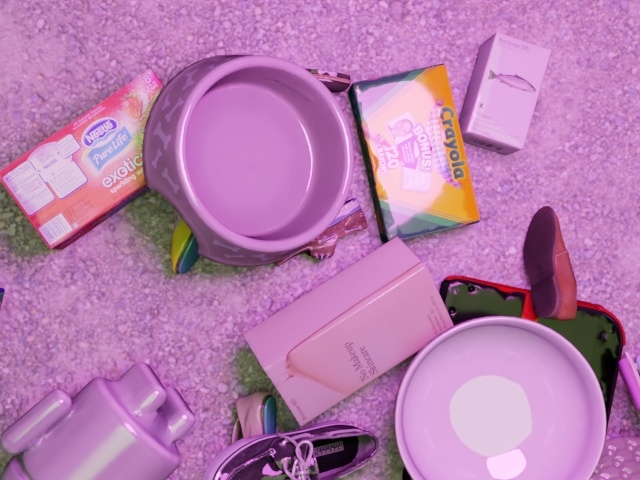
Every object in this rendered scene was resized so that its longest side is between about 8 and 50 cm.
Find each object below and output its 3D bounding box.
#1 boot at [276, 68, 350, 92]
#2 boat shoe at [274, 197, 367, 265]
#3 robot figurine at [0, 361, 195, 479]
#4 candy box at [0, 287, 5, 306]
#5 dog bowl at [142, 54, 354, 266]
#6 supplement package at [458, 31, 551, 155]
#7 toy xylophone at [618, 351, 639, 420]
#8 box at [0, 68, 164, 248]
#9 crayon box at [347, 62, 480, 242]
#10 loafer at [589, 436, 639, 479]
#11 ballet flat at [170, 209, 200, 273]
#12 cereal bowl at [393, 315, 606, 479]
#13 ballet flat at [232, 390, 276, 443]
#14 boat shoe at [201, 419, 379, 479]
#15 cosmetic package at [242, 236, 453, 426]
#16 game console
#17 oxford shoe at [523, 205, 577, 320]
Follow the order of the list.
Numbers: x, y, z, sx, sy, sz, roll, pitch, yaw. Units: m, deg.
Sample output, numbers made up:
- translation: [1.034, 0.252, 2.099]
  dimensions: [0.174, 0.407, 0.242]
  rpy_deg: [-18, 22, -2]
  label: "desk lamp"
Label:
- translation: [-0.047, -0.224, 1.791]
  dimensions: [0.198, 0.077, 0.137]
  rpy_deg: [0, 93, 7]
  label: "boot"
- translation: [0.000, 0.000, 1.788]
  dimensions: [0.183, 0.066, 0.066]
  rpy_deg: [-32, 93, -5]
  label: "boat shoe"
- translation: [-0.367, 0.362, 1.677]
  dimensions: [0.353, 0.200, 0.300]
  rpy_deg: [-44, 117, -5]
  label: "robot figurine"
- translation: [-0.653, 0.101, 1.594]
  dimensions: [0.268, 0.317, 0.122]
  rpy_deg: [11, 88, -6]
  label: "candy box"
- translation: [-0.101, -0.132, 1.653]
  dimensions: [0.349, 0.102, 0.349]
  rpy_deg: [2, 86, -29]
  label: "dog bowl"
- translation: [0.312, -0.250, 1.804]
  dimensions: [0.105, 0.105, 0.179]
  rpy_deg: [17, 87, -5]
  label: "supplement package"
- translation: [0.662, 0.275, 1.779]
  dimensions: [0.322, 0.081, 0.236]
  rpy_deg: [-7, 53, -23]
  label: "toy xylophone"
- translation: [-0.354, -0.129, 1.716]
  dimensions: [0.300, 0.142, 0.154]
  rpy_deg: [-36, 93, -6]
  label: "box"
- translation: [0.159, -0.147, 1.799]
  dimensions: [0.165, 0.081, 0.278]
  rpy_deg: [-13, 90, -5]
  label: "crayon box"
- translation: [0.562, 0.391, 1.792]
  dimensions: [0.319, 0.111, 0.112]
  rpy_deg: [-7, 47, -18]
  label: "loafer"
- translation: [-0.202, -0.054, 1.773]
  dimensions: [0.077, 0.077, 0.231]
  rpy_deg: [30, 83, 17]
  label: "ballet flat"
- translation: [0.284, 0.289, 1.725]
  dimensions: [0.339, 0.141, 0.339]
  rpy_deg: [0, 87, -2]
  label: "cereal bowl"
- translation: [-0.109, 0.378, 1.772]
  dimensions: [0.086, 0.086, 0.248]
  rpy_deg: [-3, 88, -6]
  label: "ballet flat"
- translation: [-0.041, 0.367, 1.694]
  dimensions: [0.306, 0.105, 0.113]
  rpy_deg: [-5, 89, -34]
  label: "boat shoe"
- translation: [0.048, 0.150, 1.736]
  dimensions: [0.309, 0.113, 0.160]
  rpy_deg: [-34, 127, -5]
  label: "cosmetic package"
- translation: [0.341, 0.278, 1.829]
  dimensions: [0.342, 0.060, 0.386]
  rpy_deg: [11, 87, -2]
  label: "game console"
- translation: [0.404, 0.042, 1.814]
  dimensions: [0.076, 0.076, 0.212]
  rpy_deg: [16, 62, -31]
  label: "oxford shoe"
